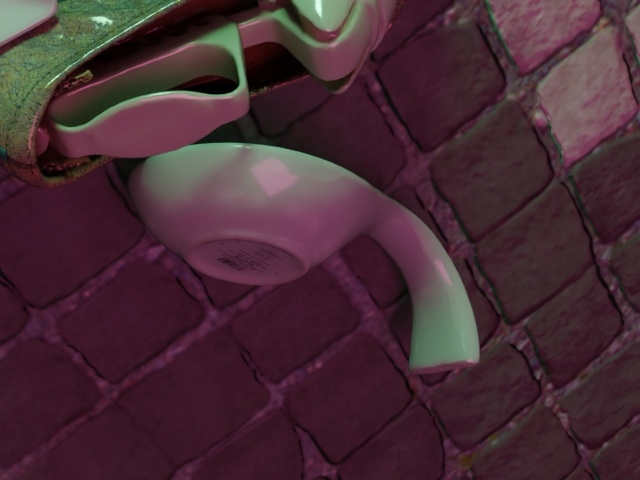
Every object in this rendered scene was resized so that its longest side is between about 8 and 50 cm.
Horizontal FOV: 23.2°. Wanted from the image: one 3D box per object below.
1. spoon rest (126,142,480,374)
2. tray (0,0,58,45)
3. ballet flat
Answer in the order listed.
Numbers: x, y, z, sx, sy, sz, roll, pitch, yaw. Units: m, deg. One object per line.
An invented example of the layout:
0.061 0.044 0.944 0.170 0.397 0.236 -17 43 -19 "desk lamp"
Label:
0.000 0.000 0.949 0.276 0.137 0.084 32 55 -44 "spoon rest"
-0.245 -0.191 0.735 0.145 0.030 0.270 -32 122 -11 "tray"
-0.043 -0.109 0.857 0.316 0.106 0.108 -27 134 -14 "ballet flat"
